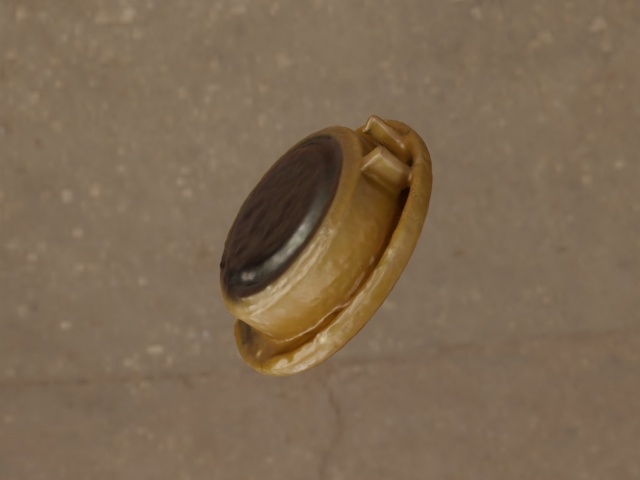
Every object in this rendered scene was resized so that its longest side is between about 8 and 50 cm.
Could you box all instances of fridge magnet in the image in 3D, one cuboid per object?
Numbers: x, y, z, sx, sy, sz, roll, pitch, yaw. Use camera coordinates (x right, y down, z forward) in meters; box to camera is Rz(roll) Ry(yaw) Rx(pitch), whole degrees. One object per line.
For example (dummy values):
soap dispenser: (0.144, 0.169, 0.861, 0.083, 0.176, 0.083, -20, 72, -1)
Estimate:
fridge magnet: (0.000, 0.000, 0.909, 0.063, 0.143, 0.143, 34, 128, -25)
